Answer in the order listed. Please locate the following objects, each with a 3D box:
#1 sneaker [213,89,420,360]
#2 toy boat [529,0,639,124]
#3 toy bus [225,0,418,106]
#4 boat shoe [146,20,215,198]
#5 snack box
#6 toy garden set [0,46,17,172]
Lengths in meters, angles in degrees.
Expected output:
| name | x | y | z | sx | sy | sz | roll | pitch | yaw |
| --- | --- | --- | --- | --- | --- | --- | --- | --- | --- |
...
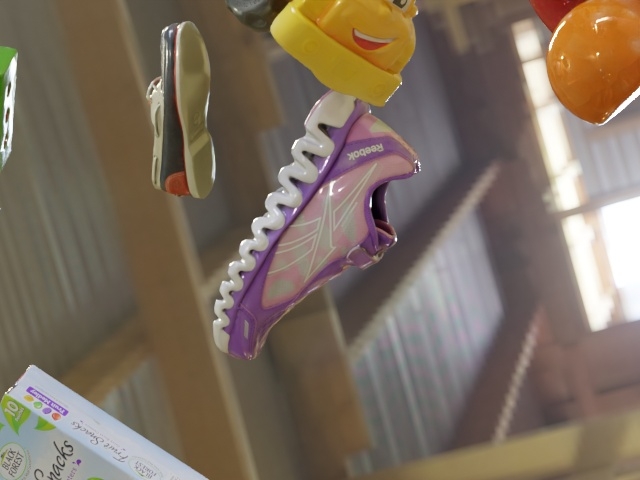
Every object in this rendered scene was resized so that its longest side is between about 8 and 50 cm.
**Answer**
| name | x | y | z | sx | sy | sz | roll | pitch | yaw |
| --- | --- | --- | --- | --- | --- | --- | --- | --- | --- |
| sneaker | 0.000 | 0.000 | 1.504 | 0.104 | 0.236 | 0.095 | 29 | -167 | 3 |
| toy boat | 0.164 | -0.105 | 0.886 | 0.151 | 0.231 | 0.151 | -41 | -37 | -29 |
| toy bus | 0.030 | -0.241 | 1.425 | 0.149 | 0.211 | 0.220 | 30 | -155 | -44 |
| boat shoe | -0.105 | -0.094 | 1.391 | 0.049 | 0.043 | 0.137 | -45 | -41 | -51 |
| snack box | -0.144 | 0.155 | 1.201 | 0.141 | 0.100 | 0.037 | 33 | -141 | 4 |
| toy garden set | -0.309 | -0.014 | 1.562 | 0.244 | 0.049 | 0.204 | -75 | -4 | -53 |
